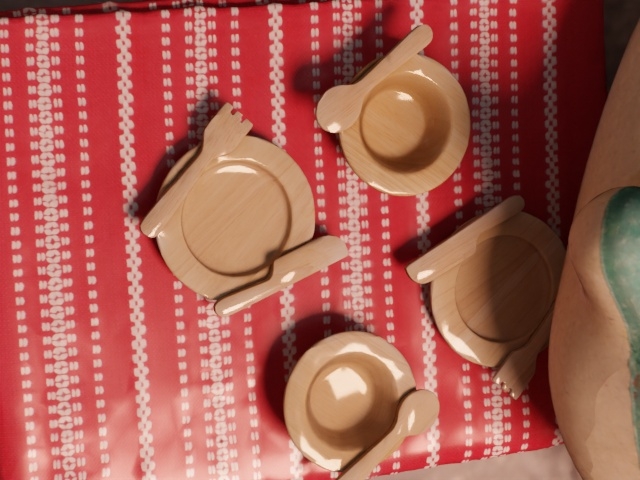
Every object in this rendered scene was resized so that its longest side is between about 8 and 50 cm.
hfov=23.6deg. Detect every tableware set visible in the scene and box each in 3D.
[{"bbox_3d":[0.022,0.007,0.595,0.141,0.020,0.169,-38,107,-13],"label":"tableware set"}]

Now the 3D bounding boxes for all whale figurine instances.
[{"bbox_3d":[0.180,-0.011,0.596,0.216,0.141,0.272,-8,100,-51],"label":"whale figurine"}]

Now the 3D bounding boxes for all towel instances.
[{"bbox_3d":[0.000,0.000,0.613,0.275,0.031,0.199,-6,96,-20],"label":"towel"}]
